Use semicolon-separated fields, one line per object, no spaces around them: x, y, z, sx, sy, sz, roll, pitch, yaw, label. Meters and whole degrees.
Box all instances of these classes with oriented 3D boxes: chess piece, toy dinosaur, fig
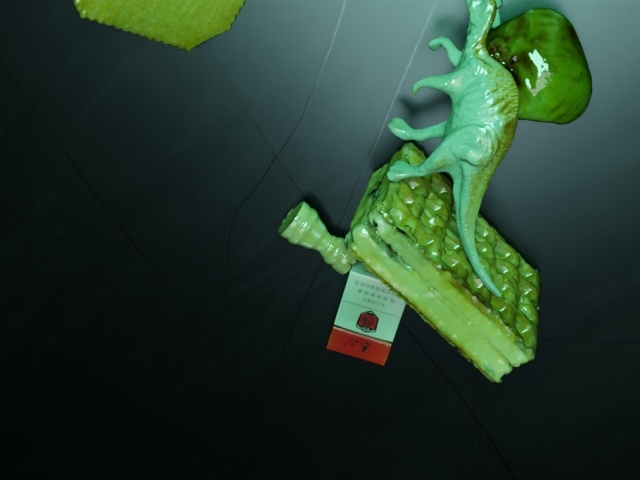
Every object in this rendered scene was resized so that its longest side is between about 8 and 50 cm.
0.000;0.000;1.245;0.122;0.066;0.066;38;116;-14;chess piece
0.172;-0.113;1.029;0.205;0.092;0.393;-12;89;41;toy dinosaur
0.280;-0.212;1.054;0.165;0.144;0.154;35;80;-15;fig

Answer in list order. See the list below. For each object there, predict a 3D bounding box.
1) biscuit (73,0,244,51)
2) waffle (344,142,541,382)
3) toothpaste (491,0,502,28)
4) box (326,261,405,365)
-0.181;-0.363;1.054;0.232;0.013;0.237;9;128;-42;biscuit
0.183;0.031;1.136;0.308;0.213;0.091;42;125;-11;waffle
0.205;-0.375;1.044;0.049;0.031;0.204;-13;110;14;toothpaste
0.077;0.117;1.291;0.100;0.048;0.152;18;115;4;box
